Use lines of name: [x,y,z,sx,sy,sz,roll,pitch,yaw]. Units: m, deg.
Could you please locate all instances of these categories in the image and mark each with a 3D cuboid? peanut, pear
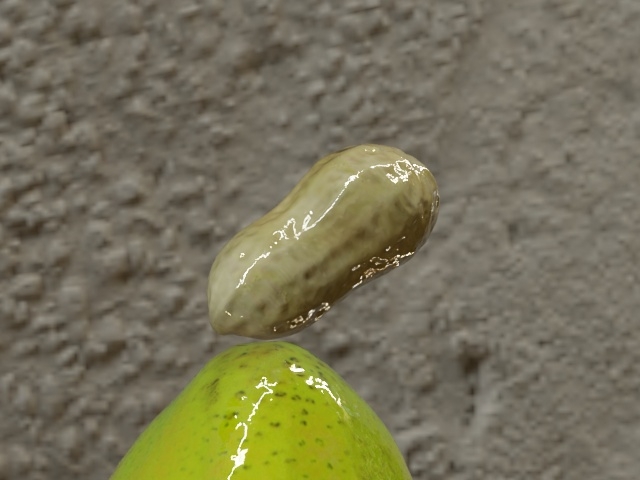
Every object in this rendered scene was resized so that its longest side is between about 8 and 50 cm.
peanut: [0.000,0.000,1.406,0.236,0.120,0.110,-34,108,-33]
pear: [-0.029,0.157,0.794,0.187,0.187,0.220,0,81,-48]
